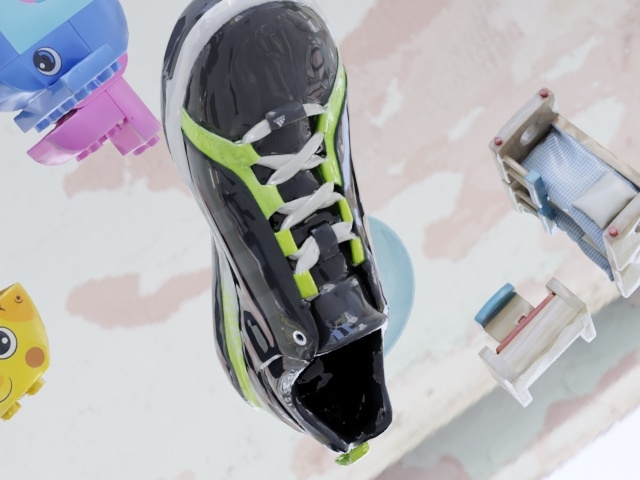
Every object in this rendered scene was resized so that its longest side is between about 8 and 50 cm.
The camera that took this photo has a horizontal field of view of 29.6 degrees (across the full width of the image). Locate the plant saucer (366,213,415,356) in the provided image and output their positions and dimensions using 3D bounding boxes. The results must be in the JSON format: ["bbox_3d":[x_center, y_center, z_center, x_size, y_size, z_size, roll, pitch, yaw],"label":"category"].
[{"bbox_3d":[0.010,0.064,1.223,0.195,0.195,0.037,-48,-34,-2],"label":"plant saucer"}]

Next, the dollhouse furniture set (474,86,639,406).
[{"bbox_3d":[0.166,0.006,0.941,0.184,0.129,0.129,-46,-29,-4],"label":"dollhouse furniture set"}]

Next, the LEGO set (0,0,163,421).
[{"bbox_3d":[-0.106,-0.002,0.338,0.093,0.087,0.227,52,-125,-13],"label":"LEGO set"}]

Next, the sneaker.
[{"bbox_3d":[0.000,0.000,0.519,0.084,0.097,0.235,-29,-48,-23],"label":"sneaker"}]
